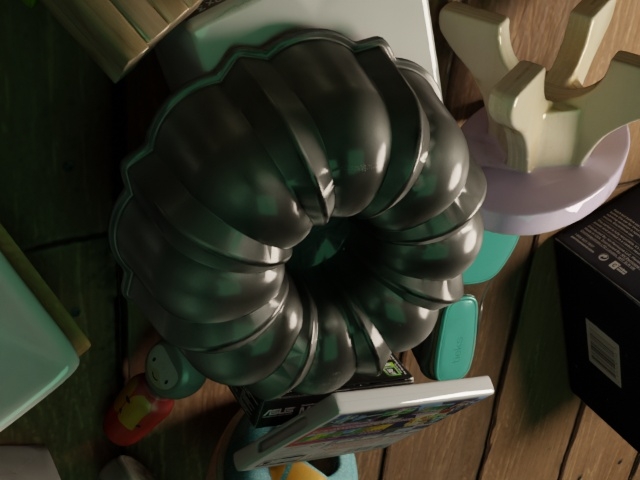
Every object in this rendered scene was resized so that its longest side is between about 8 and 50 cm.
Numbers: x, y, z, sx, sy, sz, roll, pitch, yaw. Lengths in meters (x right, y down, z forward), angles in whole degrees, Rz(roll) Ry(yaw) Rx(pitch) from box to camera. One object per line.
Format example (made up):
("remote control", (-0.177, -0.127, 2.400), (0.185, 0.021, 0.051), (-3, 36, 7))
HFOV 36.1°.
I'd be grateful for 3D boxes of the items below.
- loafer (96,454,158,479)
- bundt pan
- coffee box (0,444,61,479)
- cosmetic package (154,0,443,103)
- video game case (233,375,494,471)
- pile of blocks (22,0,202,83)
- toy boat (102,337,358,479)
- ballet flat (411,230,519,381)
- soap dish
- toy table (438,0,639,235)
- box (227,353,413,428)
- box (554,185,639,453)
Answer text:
("loafer", (-0.201, 0.367, 1.148), (0.111, 0.112, 0.319), (-31, 135, -17))
("bundt pan", (0.000, 0.000, 0.817), (0.331, 0.124, 0.330), (-14, 127, -19))
("coffee box", (-0.373, 0.340, 1.024), (0.141, 0.098, 0.246), (9, 113, -36))
("cosmetic package", (-0.006, -0.104, 0.931), (0.217, 0.156, 0.384), (-27, 130, -16))
("video game case", (0.042, 0.181, 0.977), (0.201, 0.023, 0.183), (1, 153, -38))
("pile of blocks", (-0.252, -0.235, 0.696), (0.362, 0.113, 0.148), (24, 73, -19))
("toy boat", (-0.078, 0.233, 1.075), (0.318, 0.267, 0.148), (36, 115, -15))
("ballet flat", (0.158, 0.041, 1.178), (0.095, 0.096, 0.280), (-1, 122, -29))
("soap dish", (-0.358, 0.059, 0.815), (0.229, 0.118, 0.290), (-39, 134, -16))
("toy table", (0.235, -0.143, 1.022), (0.274, 0.252, 0.160), (-58, 157, -45))
("box", (-0.026, 0.111, 1.038), (0.184, 0.190, 0.045), (1, 122, -34))
("box", (0.520, 0.084, 1.395), (0.313, 0.179, 0.343), (-29, 132, -13))
